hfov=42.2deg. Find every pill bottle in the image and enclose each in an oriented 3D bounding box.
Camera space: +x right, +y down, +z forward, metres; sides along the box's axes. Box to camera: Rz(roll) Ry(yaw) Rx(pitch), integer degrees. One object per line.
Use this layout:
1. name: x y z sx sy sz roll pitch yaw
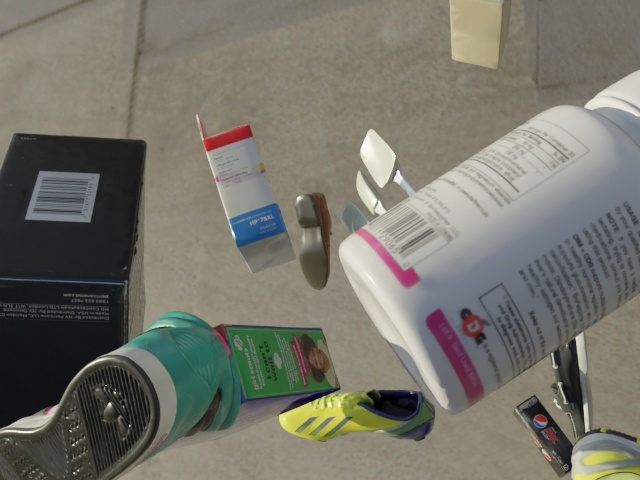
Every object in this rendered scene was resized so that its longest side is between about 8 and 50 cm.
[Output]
1. pill bottle: 0.171 -0.004 0.650 0.283 0.160 0.160 -32 56 -4

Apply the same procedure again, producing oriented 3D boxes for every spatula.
1. spatula: 0.098 -0.021 1.111 0.242 0.019 0.168 57 137 42

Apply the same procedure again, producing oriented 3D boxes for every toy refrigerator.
1. toy refrigerator: 0.316 -0.443 1.621 0.102 0.269 0.094 15 79 14

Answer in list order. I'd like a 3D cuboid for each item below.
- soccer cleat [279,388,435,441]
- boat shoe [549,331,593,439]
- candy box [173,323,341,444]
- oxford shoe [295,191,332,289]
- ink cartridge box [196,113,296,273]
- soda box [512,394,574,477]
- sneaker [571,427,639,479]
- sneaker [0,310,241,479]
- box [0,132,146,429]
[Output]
1. soccer cleat: 0.061 0.299 1.485 0.289 0.121 0.093 -2 47 16
2. boat shoe: 0.578 0.335 1.919 0.091 0.114 0.303 -4 106 20
3. candy box: -0.158 0.232 1.280 0.268 0.317 0.122 -26 75 20
4. oxford shoe: 0.000 0.000 1.766 0.076 0.076 0.212 7 107 35
5. ink cartridge box: -0.114 -0.081 1.268 0.078 0.134 0.231 -19 70 -1
6. soda box: 0.483 0.416 1.764 0.053 0.060 0.169 -30 66 -9
7. sneaker: 0.620 0.459 1.423 0.384 0.145 0.147 13 41 18
8. sneaker: -0.178 0.158 0.765 0.295 0.178 0.124 -36 81 35
9. box: -0.317 0.067 1.045 0.296 0.182 0.294 -99 14 -52
